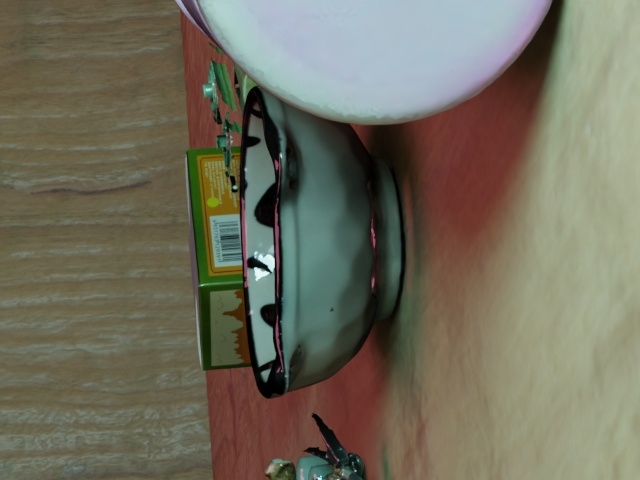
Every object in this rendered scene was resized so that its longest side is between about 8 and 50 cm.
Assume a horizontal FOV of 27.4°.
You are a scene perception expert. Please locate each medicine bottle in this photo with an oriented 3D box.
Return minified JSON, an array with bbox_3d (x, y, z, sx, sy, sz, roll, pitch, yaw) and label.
[{"bbox_3d":[0.004,-0.198,0.823,0.325,0.212,0.212,-127,36,-73],"label":"medicine bottle"}]

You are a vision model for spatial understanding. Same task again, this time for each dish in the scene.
[{"bbox_3d":[0.000,0.000,1.150,0.303,0.120,0.303,178,90,-80],"label":"dish"}]

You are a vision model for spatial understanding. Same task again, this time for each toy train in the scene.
[{"bbox_3d":[-0.068,-0.182,1.430,0.307,0.126,0.189,-107,7,-60],"label":"toy train"}]

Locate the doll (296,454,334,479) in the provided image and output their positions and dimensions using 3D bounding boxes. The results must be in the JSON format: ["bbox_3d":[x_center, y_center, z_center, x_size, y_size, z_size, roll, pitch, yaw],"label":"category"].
[{"bbox_3d":[0.008,0.301,1.359,0.159,0.059,0.158,136,131,-75],"label":"doll"}]

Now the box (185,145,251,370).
[{"bbox_3d":[-0.075,0.018,1.507,0.177,0.148,0.195,94,169,-53],"label":"box"}]

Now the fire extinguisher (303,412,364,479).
[{"bbox_3d":[0.018,0.310,1.228,0.118,0.093,0.294,21,115,51],"label":"fire extinguisher"}]

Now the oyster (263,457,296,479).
[{"bbox_3d":[-0.042,0.425,1.627,0.396,0.111,0.204,106,142,-59],"label":"oyster"}]
